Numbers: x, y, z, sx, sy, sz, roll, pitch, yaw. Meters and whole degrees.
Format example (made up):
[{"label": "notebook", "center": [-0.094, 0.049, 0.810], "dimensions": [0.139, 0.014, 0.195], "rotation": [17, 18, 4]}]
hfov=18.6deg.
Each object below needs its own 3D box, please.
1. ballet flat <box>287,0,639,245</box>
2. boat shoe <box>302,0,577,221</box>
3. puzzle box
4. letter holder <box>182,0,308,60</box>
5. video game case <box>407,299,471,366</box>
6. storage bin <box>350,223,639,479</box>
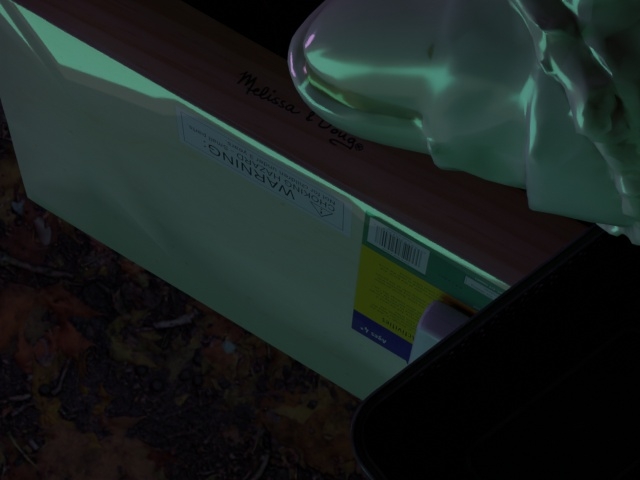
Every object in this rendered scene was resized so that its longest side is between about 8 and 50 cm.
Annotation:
[{"label": "ballet flat", "center": [0.017, -0.113, 0.564], "dimensions": [0.409, 0.147, 0.147], "rotation": [52, 178, 8]}, {"label": "boat shoe", "center": [0.043, -0.075, 1.082], "dimensions": [0.302, 0.091, 0.114], "rotation": [53, 176, -24]}, {"label": "puzzle box", "center": [0.000, 0.000, 1.085], "dimensions": [0.409, 0.052, 0.272], "rotation": [30, 158, 11]}, {"label": "letter holder", "center": [-0.117, -0.236, 1.199], "dimensions": [0.302, 0.152, 0.214], "rotation": [52, 176, 9]}, {"label": "video game case", "center": [0.133, 0.121, 1.043], "dimensions": [0.201, 0.023, 0.183], "rotation": [30, 158, 10]}, {"label": "storage bin", "center": [0.116, 0.080, 0.861], "dimensions": [0.122, 0.180, 0.084], "rotation": [52, 177, 15]}]
